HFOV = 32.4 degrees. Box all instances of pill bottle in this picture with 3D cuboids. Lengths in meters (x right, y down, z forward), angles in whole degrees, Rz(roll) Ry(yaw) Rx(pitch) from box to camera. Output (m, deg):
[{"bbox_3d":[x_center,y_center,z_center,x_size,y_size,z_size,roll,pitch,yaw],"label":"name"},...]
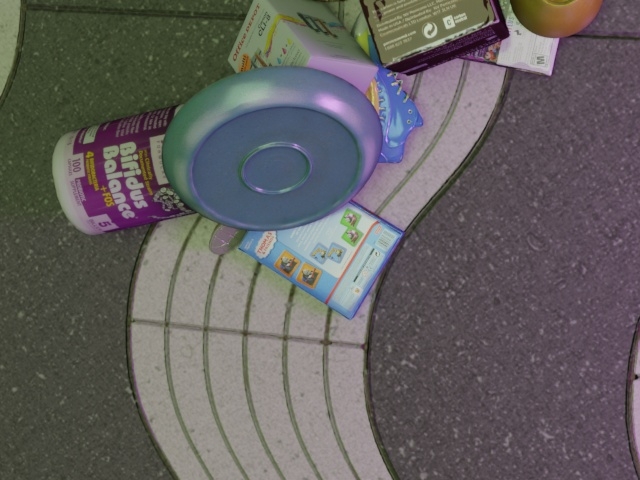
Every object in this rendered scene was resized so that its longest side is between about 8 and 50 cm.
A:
[{"bbox_3d":[-0.241,-0.116,1.688,0.301,0.169,0.169,-12,92,14],"label":"pill bottle"}]

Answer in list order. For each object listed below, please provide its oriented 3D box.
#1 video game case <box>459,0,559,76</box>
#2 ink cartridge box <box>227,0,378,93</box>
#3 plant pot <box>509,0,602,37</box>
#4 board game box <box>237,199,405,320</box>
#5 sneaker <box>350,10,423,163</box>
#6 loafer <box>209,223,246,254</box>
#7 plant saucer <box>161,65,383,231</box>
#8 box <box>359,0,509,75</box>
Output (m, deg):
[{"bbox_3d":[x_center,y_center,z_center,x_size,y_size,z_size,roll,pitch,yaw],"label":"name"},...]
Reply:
[{"bbox_3d":[0.262,-0.374,1.617,0.210,0.042,0.232,12,97,11],"label":"video game case"},{"bbox_3d":[-0.030,-0.257,1.600,0.176,0.127,0.128,56,130,38],"label":"ink cartridge box"},{"bbox_3d":[0.331,-0.354,1.534,0.134,0.095,0.134,1,95,9],"label":"plant pot"},{"bbox_3d":[0.000,0.000,1.710,0.211,0.039,0.160,32,101,8],"label":"board game box"},{"bbox_3d":[0.095,-0.224,1.658,0.126,0.091,0.240,7,96,-6],"label":"sneaker"},{"bbox_3d":[-0.134,-0.033,1.744,0.045,0.039,0.125,30,106,-25],"label":"loafer"},{"bbox_3d":[-0.064,-0.112,1.559,0.317,0.317,0.044,-22,49,14],"label":"plant saucer"},{"bbox_3d":[0.151,-0.337,1.520,0.168,0.203,0.167,-20,90,15],"label":"box"}]
